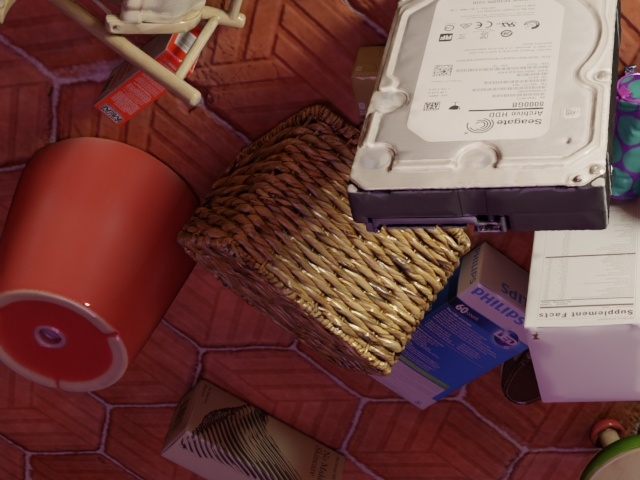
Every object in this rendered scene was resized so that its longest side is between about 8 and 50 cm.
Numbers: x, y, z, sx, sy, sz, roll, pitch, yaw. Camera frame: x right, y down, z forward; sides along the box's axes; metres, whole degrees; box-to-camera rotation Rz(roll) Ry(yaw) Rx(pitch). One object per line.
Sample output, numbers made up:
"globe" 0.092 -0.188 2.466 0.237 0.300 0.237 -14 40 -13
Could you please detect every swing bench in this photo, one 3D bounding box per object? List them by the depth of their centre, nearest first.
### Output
"swing bench" -0.192 -0.319 1.290 0.255 0.165 0.253 23 137 0

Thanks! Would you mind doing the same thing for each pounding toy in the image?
"pounding toy" 0.470 0.310 1.792 0.237 0.110 0.183 -16 129 2

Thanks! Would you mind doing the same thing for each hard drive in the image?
"hard drive" 0.170 -0.144 1.230 0.237 0.339 0.064 0 135 17

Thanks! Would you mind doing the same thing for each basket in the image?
"basket" 0.000 0.000 1.605 0.299 0.223 0.213 39 165 -23

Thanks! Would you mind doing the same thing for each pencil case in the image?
"pencil case" 0.348 -0.117 1.405 0.070 0.064 0.151 -3 135 -3

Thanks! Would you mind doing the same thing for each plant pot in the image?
"plant pot" -0.308 0.044 1.629 0.275 0.243 0.275 9 136 9

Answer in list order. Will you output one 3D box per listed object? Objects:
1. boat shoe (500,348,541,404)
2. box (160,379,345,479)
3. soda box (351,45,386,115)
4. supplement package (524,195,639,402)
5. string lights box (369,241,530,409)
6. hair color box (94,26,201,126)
"boat shoe" 0.309 0.157 1.671 0.095 0.095 0.257 21 136 -5
"box" -0.103 0.338 1.965 0.275 0.113 0.094 30 134 -16
"soda box" 0.130 -0.180 1.405 0.181 0.061 0.058 0 134 16
"supplement package" 0.320 0.053 1.455 0.139 0.244 0.134 -3 133 20
"string lights box" 0.177 0.121 1.686 0.133 0.076 0.260 35 133 -20
"hair color box" -0.200 -0.199 1.475 0.141 0.072 0.043 -28 121 37
